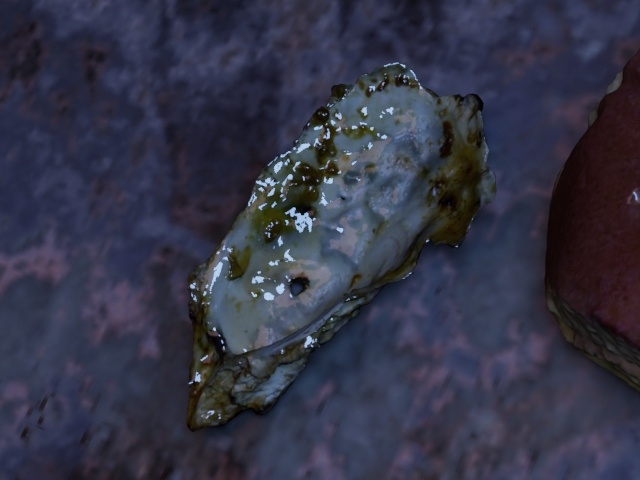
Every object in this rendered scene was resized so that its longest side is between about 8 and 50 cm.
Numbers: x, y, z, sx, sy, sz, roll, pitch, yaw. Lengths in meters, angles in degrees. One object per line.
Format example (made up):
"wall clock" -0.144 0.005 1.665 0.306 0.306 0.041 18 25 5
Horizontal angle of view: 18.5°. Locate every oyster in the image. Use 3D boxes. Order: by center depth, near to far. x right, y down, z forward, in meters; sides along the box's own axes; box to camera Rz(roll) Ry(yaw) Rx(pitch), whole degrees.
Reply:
"oyster" 0.001 0.000 0.629 0.132 0.029 0.086 -31 52 14

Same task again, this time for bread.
"bread" 0.116 -0.005 0.550 0.119 0.067 0.192 -4 67 25
